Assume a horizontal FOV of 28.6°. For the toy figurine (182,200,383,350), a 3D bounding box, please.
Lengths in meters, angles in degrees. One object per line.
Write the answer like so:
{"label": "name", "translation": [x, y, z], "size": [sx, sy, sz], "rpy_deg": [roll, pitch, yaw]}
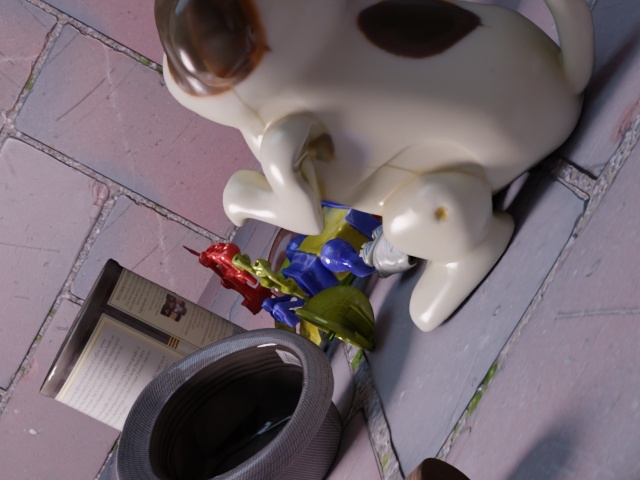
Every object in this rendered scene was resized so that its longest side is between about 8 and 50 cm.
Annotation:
{"label": "toy figurine", "translation": [0.000, 0.000, 1.602], "size": [0.217, 0.191, 0.362], "rpy_deg": [-50, 18, -12]}

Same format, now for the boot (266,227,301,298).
{"label": "boot", "translation": [-0.001, -0.020, 1.945], "size": [0.248, 0.090, 0.207], "rpy_deg": [-60, 7, -8]}

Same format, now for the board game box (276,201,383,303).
{"label": "board game box", "translation": [0.019, 0.006, 1.769], "size": [0.181, 0.092, 0.043], "rpy_deg": [-59, 10, 16]}

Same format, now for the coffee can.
{"label": "coffee can", "translation": [-0.208, 0.175, 1.684], "size": [0.201, 0.275, 0.201], "rpy_deg": [-59, 10, 17]}

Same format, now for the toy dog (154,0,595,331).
{"label": "toy dog", "translation": [0.025, -0.152, 1.235], "size": [0.395, 0.408, 0.284], "rpy_deg": [-50, 16, 53]}

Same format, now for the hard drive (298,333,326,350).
{"label": "hard drive", "translation": [-0.095, 0.284, 1.739], "size": [0.307, 0.040, 0.203], "rpy_deg": [-65, 10, -19]}

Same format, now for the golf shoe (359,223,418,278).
{"label": "golf shoe", "translation": [0.119, -0.034, 1.507], "size": [0.086, 0.069, 0.176], "rpy_deg": [-3, 60, 55]}

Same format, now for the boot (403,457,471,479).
{"label": "boot", "translation": [0.027, 0.294, 0.862], "size": [0.220, 0.109, 0.283], "rpy_deg": [-57, 8, 18]}

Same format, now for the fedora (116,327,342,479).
{"label": "fedora", "translation": [-0.085, 0.226, 1.433], "size": [0.275, 0.124, 0.243], "rpy_deg": [-25, 37, 19]}
